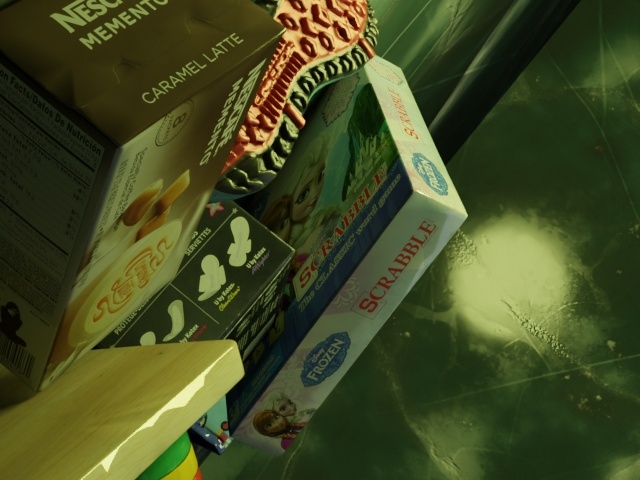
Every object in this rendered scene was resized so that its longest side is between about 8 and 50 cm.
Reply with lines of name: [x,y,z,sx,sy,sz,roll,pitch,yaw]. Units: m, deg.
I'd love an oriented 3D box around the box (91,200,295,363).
box: [-0.130,0.056,0.978,0.163,0.142,0.247,-50,174,-17]

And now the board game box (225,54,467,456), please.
board game box: [0.000,0.000,1.181,0.319,0.066,0.318,-54,-155,23]

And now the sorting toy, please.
sorting toy: [-0.202,0.160,0.678,0.255,0.089,0.257,-7,-163,29]

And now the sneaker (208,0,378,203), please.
sneaker: [-0.057,-0.123,0.838,0.125,0.104,0.262,-18,-153,45]

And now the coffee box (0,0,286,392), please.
coffee box: [-0.132,-0.038,0.666,0.141,0.098,0.246,-45,171,-41]

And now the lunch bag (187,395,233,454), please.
lunch bag: [-0.149,0.189,1.690,0.221,0.138,0.293,-49,-175,-17]
